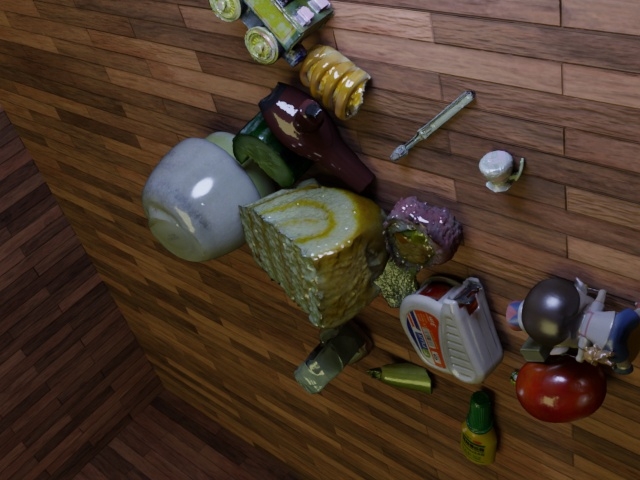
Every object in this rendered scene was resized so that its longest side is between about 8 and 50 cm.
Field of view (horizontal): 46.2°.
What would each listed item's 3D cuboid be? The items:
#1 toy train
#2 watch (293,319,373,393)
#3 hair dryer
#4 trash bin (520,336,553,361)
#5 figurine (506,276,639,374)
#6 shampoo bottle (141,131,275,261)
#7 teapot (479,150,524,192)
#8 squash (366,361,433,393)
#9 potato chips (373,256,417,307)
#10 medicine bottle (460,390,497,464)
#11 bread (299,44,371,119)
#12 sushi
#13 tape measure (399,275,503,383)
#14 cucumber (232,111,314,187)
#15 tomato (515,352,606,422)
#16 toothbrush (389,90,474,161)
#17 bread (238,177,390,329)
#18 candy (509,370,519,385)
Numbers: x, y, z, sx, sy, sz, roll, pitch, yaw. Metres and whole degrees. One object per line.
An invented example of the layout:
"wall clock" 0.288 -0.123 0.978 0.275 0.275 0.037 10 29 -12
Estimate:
"toy train" -0.105 -0.479 1.501 0.261 0.134 0.177 48 143 -5
"watch" 0.026 0.357 2.255 0.161 0.241 0.253 43 151 3
"hair dryer" 0.008 -0.221 1.588 0.312 0.123 0.340 41 178 -7
"trash bin" 0.486 0.222 1.640 0.061 0.092 0.043 -9 118 56
"figurine" 0.503 0.159 1.492 0.275 0.161 0.158 23 180 39
"shampoo bottle" -0.305 -0.115 2.018 0.322 0.317 0.323 33 146 25
"teapot" 0.347 -0.131 1.425 0.083 0.064 0.064 -8 135 19
"squash" 0.235 0.393 2.204 0.200 0.075 0.090 9 158 17
"potato chips" 0.168 0.063 1.888 0.167 0.059 0.228 19 134 31
"medicine bottle" 0.443 0.520 2.089 0.111 0.076 0.309 26 144 30
"bread" 0.027 -0.328 1.564 0.177 0.084 0.119 42 150 16
"sushi" 0.236 -0.001 1.677 0.161 0.107 0.241 24 153 26
"tape measure" 0.316 0.204 1.811 0.265 0.130 0.258 13 135 52
"cucumber" -0.107 -0.234 1.823 0.191 0.130 0.191 32 154 17
"tomato" 0.522 0.320 1.625 0.195 0.195 0.136 -12 93 57
"toothbrush" 0.219 -0.225 1.502 0.026 0.028 0.294 47 146 -4
"bread" 0.000 -0.006 1.812 0.395 0.264 0.239 40 153 49
"candy" 0.504 0.370 1.876 0.035 0.035 0.123 2 140 37
